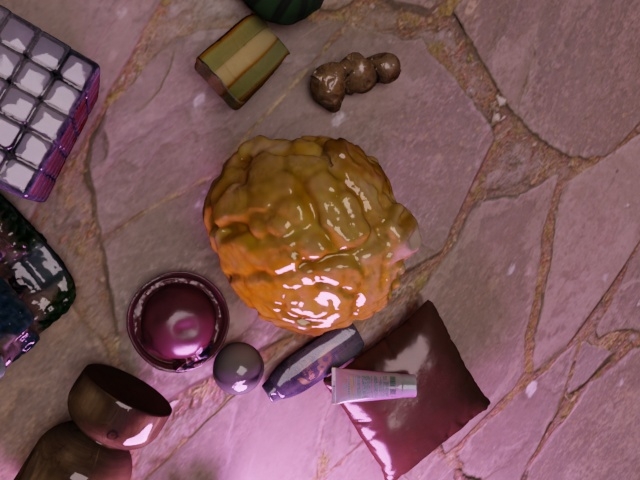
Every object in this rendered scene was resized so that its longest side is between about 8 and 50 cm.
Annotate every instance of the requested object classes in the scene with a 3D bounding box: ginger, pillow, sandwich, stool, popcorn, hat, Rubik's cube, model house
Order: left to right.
[{"bbox_3d":[-0.568,0.077,0.861,0.243,0.284,0.298,-37,105,-8],"label":"model house"},{"bbox_3d":[-0.509,-0.214,0.865,0.237,0.237,0.238,28,79,-19],"label":"Rubik's cube"},{"bbox_3d":[-0.414,0.381,0.987,0.179,0.179,0.264,34,84,-19],"label":"stool"},{"bbox_3d":[-0.271,0.161,1.064,0.205,0.089,0.205,-2,96,-19],"label":"hat"},{"bbox_3d":[-0.136,-0.348,1.039,0.187,0.144,0.117,-47,109,-9],"label":"sandwich"},{"bbox_3d":[-0.016,-0.003,1.003,0.390,0.344,0.354,9,86,-25],"label":"popcorn"},{"bbox_3d":[0.074,-0.341,1.146,0.204,0.080,0.104,-26,127,-13],"label":"ginger"},{"bbox_3d":[0.196,0.339,1.229,0.308,0.108,0.305,-34,102,-11],"label":"pillow"}]

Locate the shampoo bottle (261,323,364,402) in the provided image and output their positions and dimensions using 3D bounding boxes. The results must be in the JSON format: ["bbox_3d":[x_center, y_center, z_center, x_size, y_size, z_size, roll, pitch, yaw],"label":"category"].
[{"bbox_3d":[-0.017,0.261,1.180,0.233,0.049,0.087,-32,107,-14],"label":"shampoo bottle"}]

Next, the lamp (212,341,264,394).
[{"bbox_3d":[-0.163,0.255,1.101,0.105,0.105,0.105,-2,95,-19],"label":"lamp"}]

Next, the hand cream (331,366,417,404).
[{"bbox_3d":[0.110,0.300,1.141,0.174,0.047,0.076,-1,87,-1],"label":"hand cream"}]

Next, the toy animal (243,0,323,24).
[{"bbox_3d":[-0.115,-0.560,1.001,0.216,0.191,0.338,-44,107,-11],"label":"toy animal"}]
